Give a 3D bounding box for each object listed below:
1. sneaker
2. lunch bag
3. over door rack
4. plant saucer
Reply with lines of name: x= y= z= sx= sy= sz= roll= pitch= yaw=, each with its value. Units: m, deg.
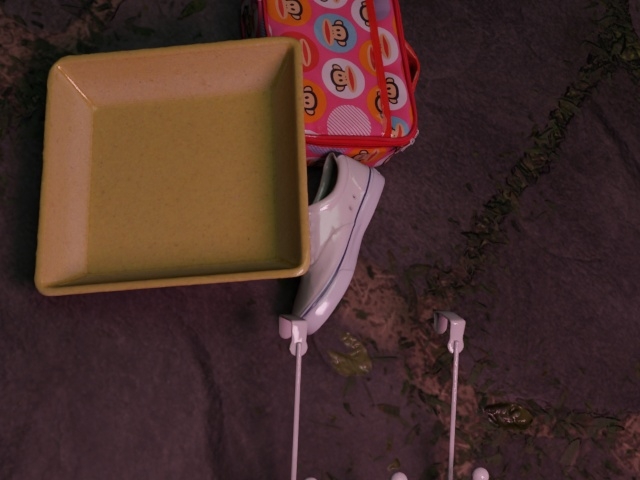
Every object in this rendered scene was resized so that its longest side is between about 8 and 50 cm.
sneaker: x=0.000 y=0.000 z=1.459 sx=0.091 sy=0.094 sz=0.258 roll=29 pitch=61 yaw=-17
lunch bag: x=0.026 y=-0.246 z=1.578 sx=0.258 sy=0.120 sz=0.293 roll=1 pitch=70 yaw=-24
over door rack: x=0.074 y=0.244 z=1.342 sx=0.239 sy=0.108 sz=0.324 roll=1 pitch=82 yaw=-21
plant saucer: x=-0.178 y=-0.084 z=1.394 sx=0.332 sy=0.081 sz=0.333 roll=-4 pitch=66 yaw=5
